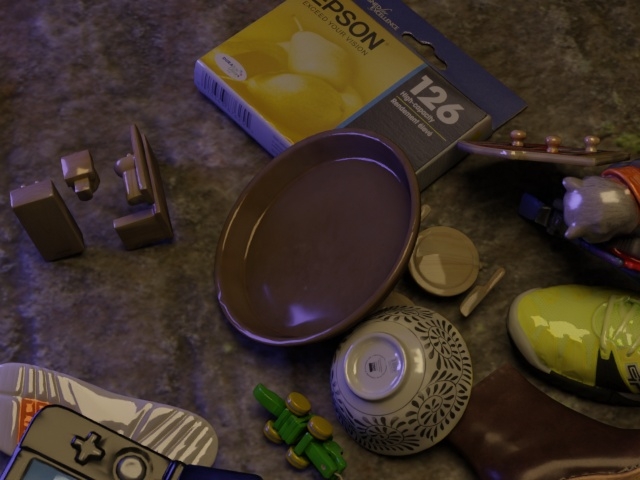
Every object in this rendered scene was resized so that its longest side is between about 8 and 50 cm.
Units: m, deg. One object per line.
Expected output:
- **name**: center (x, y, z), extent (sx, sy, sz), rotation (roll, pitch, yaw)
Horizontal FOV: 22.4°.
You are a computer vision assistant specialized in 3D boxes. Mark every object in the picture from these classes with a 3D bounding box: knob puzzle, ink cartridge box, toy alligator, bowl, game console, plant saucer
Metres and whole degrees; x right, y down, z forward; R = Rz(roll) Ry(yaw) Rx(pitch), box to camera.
- **knob puzzle**: center (0.255, -0.114, 1.920), extent (0.213, 0.213, 0.030), rotation (3, 98, -2)
- **ink cartridge box**: center (0.056, -0.196, 2.033), extent (0.307, 0.072, 0.303), rotation (-39, 68, -23)
- **toy alligator**: center (-0.001, 0.225, 1.772), extent (0.190, 0.056, 0.051), rotation (45, 25, 22)
- **bowl**: center (0.073, 0.145, 1.764), extent (0.170, 0.080, 0.170), rotation (-7, 72, 23)
- **game console**: center (-0.229, 0.321, 1.586), extent (0.250, 0.173, 0.293), rotation (26, 70, 0)
- **plant saucer**: center (0.000, 0.000, 1.843), extent (0.277, 0.041, 0.278), rotation (-19, 53, 27)

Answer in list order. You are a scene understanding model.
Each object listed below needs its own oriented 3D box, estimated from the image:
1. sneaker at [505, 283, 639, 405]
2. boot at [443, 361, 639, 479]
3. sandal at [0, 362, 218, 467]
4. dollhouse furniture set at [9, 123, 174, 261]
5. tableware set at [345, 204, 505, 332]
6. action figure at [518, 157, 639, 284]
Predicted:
- **sneaker**: center (0.402, 0.111, 1.814), extent (0.384, 0.147, 0.145), rotation (13, 59, 5)
- **boot**: center (0.275, 0.205, 1.777), extent (0.248, 0.090, 0.207), rotation (-33, 68, -18)
- **sandal**: center (-0.242, 0.209, 1.751), extent (0.265, 0.076, 0.102), rotation (15, 76, -1)
- **dollhouse furniture set**: center (-0.273, -0.068, 1.898), extent (0.151, 0.144, 0.123), rotation (-17, 54, 2)
- **tableware set**: center (0.107, 0.065, 1.888), extent (0.128, 0.039, 0.194), rotation (41, 69, 7)
- **action figure**: center (0.386, -0.053, 1.854), extent (0.330, 0.179, 0.341), rotation (-7, 23, -37)
